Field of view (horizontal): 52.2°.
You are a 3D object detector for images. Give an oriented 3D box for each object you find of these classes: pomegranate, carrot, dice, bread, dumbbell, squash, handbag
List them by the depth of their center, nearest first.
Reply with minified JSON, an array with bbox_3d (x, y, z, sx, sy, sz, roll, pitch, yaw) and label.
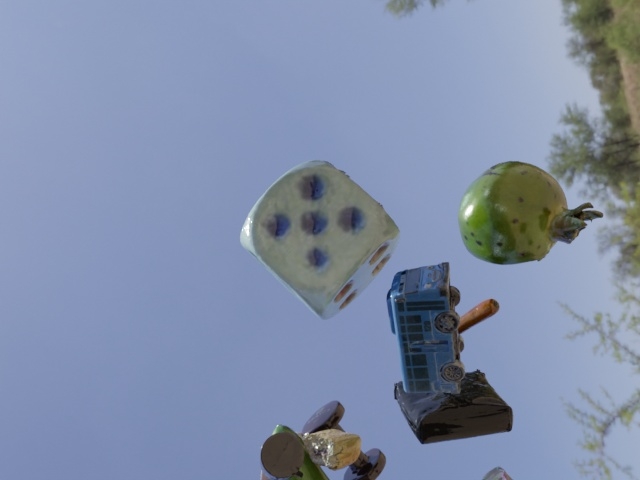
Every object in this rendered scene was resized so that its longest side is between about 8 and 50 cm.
[{"bbox_3d":[0.000,0.000,1.462,0.265,0.262,0.268,42,175,14],"label":"dice"},{"bbox_3d":[0.474,-0.060,1.521,0.260,0.341,0.260,-3,-85,-44],"label":"pomegranate"},{"bbox_3d":[0.031,0.499,1.563,0.106,0.125,0.082,6,-97,-37],"label":"bread"},{"bbox_3d":[-0.007,0.617,1.565,0.395,0.107,0.107,49,-159,22],"label":"squash"},{"bbox_3d":[0.315,0.385,1.571,0.223,0.247,0.080,-118,24,-69],"label":"handbag"},{"bbox_3d":[0.354,0.212,1.635,0.043,0.248,0.043,23,-135,-25],"label":"carrot"},{"bbox_3d":[0.064,0.559,1.783,0.225,0.140,0.124,51,-160,-5],"label":"dumbbell"}]

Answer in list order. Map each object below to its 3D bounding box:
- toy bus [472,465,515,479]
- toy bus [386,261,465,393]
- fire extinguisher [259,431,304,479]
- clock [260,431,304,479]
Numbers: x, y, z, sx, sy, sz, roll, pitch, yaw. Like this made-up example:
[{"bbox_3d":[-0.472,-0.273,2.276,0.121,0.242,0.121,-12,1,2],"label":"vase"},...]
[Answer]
[{"bbox_3d":[0.269,0.580,1.283,0.112,0.317,0.138,52,175,5],"label":"toy bus"},{"bbox_3d":[0.201,0.167,1.238,0.116,0.134,0.234,-63,-34,-62],"label":"toy bus"},{"bbox_3d":[-0.063,0.390,1.150,0.072,0.089,0.267,-62,-5,-21],"label":"fire extinguisher"},{"bbox_3d":[-0.103,0.638,1.849,0.197,0.068,0.196,6,-90,-74],"label":"clock"}]
